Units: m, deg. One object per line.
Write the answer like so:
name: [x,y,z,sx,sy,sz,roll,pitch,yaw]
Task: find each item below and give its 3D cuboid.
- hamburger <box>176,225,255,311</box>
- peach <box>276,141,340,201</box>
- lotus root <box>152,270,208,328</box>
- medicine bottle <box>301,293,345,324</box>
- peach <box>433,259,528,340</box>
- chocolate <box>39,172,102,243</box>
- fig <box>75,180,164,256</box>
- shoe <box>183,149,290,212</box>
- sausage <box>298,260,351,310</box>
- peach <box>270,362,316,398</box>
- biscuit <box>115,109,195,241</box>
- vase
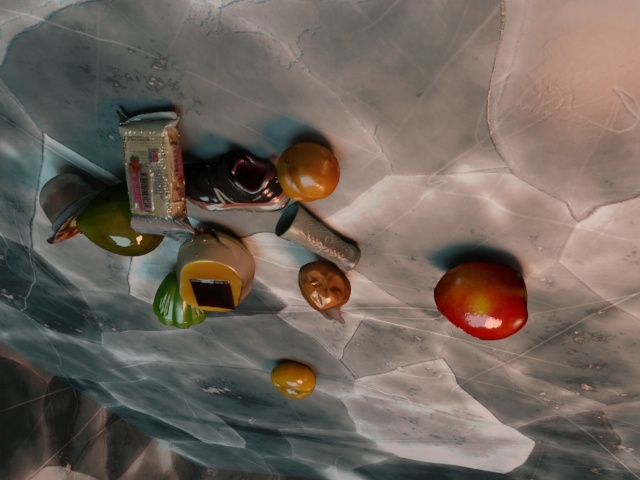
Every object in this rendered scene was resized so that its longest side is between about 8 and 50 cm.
hamburger: [-0.301,0.084,1.906,0.227,0.151,0.295,15,139,-5]
peach: [-0.031,-0.152,1.451,0.138,0.138,0.138,13,146,9]
lotus root: [-0.434,0.154,2.075,0.186,0.186,0.186,13,146,9]
medicine bottle: [0.019,0.198,1.993,0.057,0.057,0.199,-10,138,36]
peach: [0.391,0.149,1.628,0.226,0.190,0.196,-5,152,22]
chocolate: [-0.690,-0.102,1.810,0.147,0.221,0.221,44,145,3]
fig: [-0.518,-0.058,1.738,0.225,0.203,0.203,-1,146,-3]
shoe: [-0.214,-0.143,1.560,0.291,0.114,0.137,6,150,13]
sausage: [0.012,0.123,1.780,0.120,0.136,0.241,-26,167,8]
peach: [-0.101,0.519,2.468,0.179,0.103,0.179,15,145,10]
biscuit: [-0.385,-0.152,1.560,0.186,0.079,0.309,7,108,24]
vase: [0.000,0.000,1.691,0.219,0.096,0.096,32,144,-24]
